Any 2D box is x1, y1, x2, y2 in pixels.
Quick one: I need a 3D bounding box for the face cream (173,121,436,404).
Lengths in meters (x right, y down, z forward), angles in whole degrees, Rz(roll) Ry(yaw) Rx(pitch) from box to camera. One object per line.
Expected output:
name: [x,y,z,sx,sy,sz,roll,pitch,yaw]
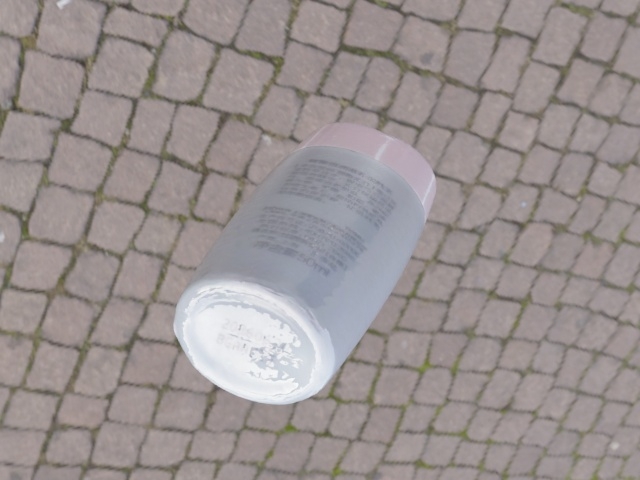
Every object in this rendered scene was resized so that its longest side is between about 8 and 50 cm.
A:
face cream: [0.000,0.000,0.444,0.084,0.198,0.057,23,119,7]
